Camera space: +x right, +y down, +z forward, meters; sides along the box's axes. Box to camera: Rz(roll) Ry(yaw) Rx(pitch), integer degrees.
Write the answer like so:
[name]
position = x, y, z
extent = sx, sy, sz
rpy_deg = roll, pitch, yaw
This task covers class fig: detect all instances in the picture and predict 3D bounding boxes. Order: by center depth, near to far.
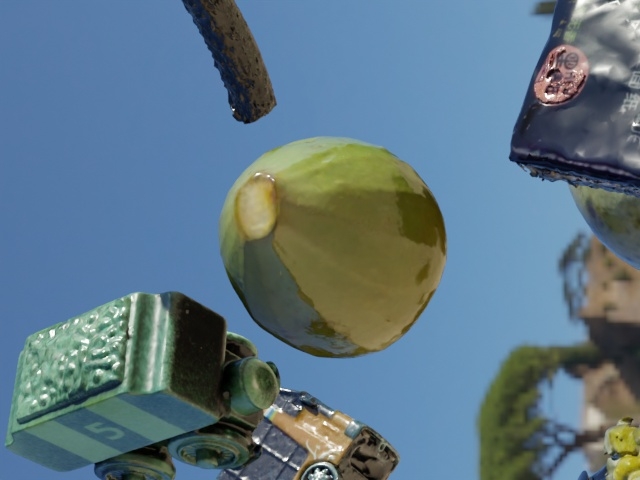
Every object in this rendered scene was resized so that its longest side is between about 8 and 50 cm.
[fig]
position = -0.002, -0.003, 1.466
extent = 0.230, 0.207, 0.207
rpy_deg = 25, -121, -28

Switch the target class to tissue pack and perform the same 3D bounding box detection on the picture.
[tissue pack]
position = 0.344, -0.150, 1.447
extent = 0.123, 0.332, 0.245
rpy_deg = 23, -95, -45

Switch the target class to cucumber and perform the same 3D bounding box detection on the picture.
[cucumber]
position = -0.142, -0.308, 2.275
extent = 0.081, 0.072, 0.303
rpy_deg = -56, -42, -36

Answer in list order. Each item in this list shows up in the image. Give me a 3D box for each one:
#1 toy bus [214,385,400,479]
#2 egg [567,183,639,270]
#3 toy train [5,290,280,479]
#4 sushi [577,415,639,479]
[toy bus]
position = -0.053, 0.382, 2.229
extent = 0.323, 0.194, 0.162
rpy_deg = -56, -36, -10
[egg]
position = 0.488, -0.114, 1.945
extent = 0.428, 0.345, 0.345
rpy_deg = 2, -93, -53
[toy train]
position = -0.201, 0.169, 1.763
extent = 0.238, 0.299, 0.167
rpy_deg = 34, -134, -41
[sushi]
position = 0.550, 0.424, 2.308
extent = 0.329, 0.327, 0.285
rpy_deg = -69, -1, -51
